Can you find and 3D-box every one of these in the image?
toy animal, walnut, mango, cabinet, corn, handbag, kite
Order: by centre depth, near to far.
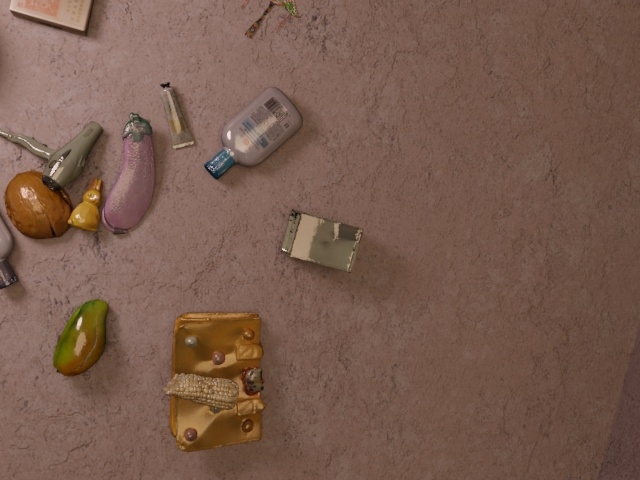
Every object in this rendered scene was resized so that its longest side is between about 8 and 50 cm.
[{"bbox_3d":[-0.799,-0.098,1.650,0.167,0.087,0.211,-33,100,-12],"label":"walnut"},{"bbox_3d":[-0.331,0.421,1.669,0.211,0.087,0.087,22,85,-23],"label":"corn"},{"bbox_3d":[-0.675,0.279,1.685,0.125,0.111,0.232,34,69,-26],"label":"mango"},{"bbox_3d":[-0.666,-0.109,1.696,0.083,0.070,0.159,33,69,-51],"label":"toy animal"},{"bbox_3d":[-0.307,0.423,1.792,0.283,0.133,0.400,1,91,-22],"label":"handbag"},{"bbox_3d":[0.000,0.000,1.854,0.206,0.150,0.145,15,92,-16],"label":"cabinet"},{"bbox_3d":[-0.162,-0.740,1.868,0.198,0.006,0.244,31,82,-15],"label":"kite"}]

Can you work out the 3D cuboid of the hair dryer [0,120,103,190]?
[{"bbox_3d":[-0.751,-0.293,1.670,0.267,0.092,0.229,45,65,5],"label":"hair dryer"}]

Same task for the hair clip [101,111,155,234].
[{"bbox_3d":[-0.553,-0.190,1.732,0.096,0.110,0.358,9,93,24],"label":"hair clip"}]

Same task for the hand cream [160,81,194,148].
[{"bbox_3d":[-0.441,-0.379,1.775,0.067,0.042,0.194,-19,100,-17],"label":"hand cream"}]

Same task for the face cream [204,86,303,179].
[{"bbox_3d":[-0.216,-0.318,1.821,0.337,0.080,0.163,-44,103,-11],"label":"face cream"}]

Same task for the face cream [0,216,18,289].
[{"bbox_3d":[-0.933,-0.002,1.620,0.144,0.071,0.291,-27,99,-14],"label":"face cream"}]

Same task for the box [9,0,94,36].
[{"bbox_3d":[-0.756,-0.678,1.667,0.201,0.058,0.141,13,87,-16],"label":"box"}]
